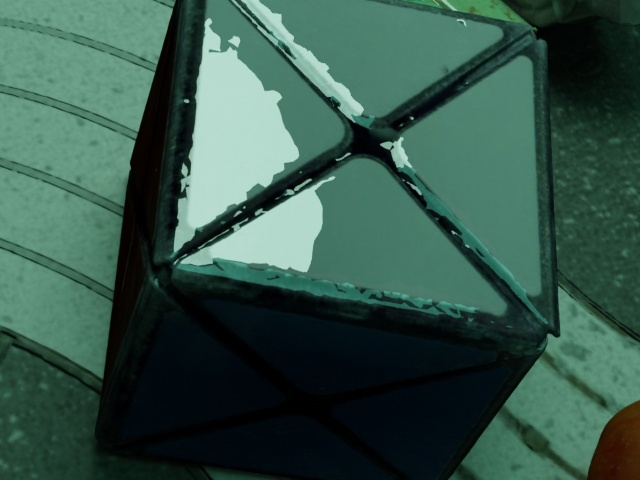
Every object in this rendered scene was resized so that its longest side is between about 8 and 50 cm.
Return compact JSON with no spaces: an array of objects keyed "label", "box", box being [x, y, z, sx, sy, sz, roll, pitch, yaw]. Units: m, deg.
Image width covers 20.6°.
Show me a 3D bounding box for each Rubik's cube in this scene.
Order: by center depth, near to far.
[{"label":"Rubik's cube","box":[0.000,0.000,1.183,0.260,0.259,0.255,12,58,-12]}]

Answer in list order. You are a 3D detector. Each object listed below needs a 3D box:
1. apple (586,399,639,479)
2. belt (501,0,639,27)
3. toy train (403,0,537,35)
[{"label":"apple","box":[0.247,0.182,1.193,0.139,0.163,0.163,12,55,9]},{"label":"belt","box":[0.193,-0.308,1.437,0.115,0.227,0.324,-11,52,-19]},{"label":"toy train","box":[0.044,-0.201,1.414,0.285,0.116,0.177,42,45,13]}]
